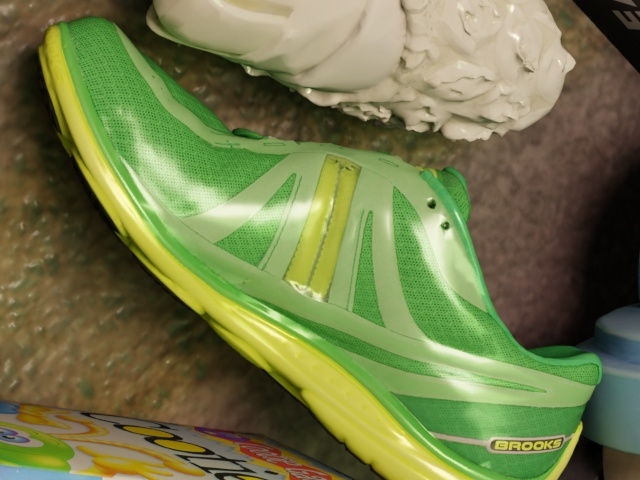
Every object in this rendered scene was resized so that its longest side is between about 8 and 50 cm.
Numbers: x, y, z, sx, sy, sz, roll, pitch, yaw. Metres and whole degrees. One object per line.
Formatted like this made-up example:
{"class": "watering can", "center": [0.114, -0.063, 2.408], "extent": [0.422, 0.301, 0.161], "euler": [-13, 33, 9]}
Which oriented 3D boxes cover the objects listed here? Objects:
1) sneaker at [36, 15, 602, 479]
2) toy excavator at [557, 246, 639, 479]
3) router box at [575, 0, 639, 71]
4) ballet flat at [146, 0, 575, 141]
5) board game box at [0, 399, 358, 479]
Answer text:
{"class": "sneaker", "center": [0.000, 0.000, 0.679], "extent": [0.295, 0.109, 0.123], "euler": [41, 87, -8]}
{"class": "toy excavator", "center": [0.316, -0.041, 0.763], "extent": [0.433, 0.222, 0.445], "euler": [-8, 97, -27]}
{"class": "router box", "center": [0.245, -0.204, 0.844], "extent": [0.309, 0.081, 0.243], "euler": [40, 78, -29]}
{"class": "ballet flat", "center": [-0.062, -0.161, 0.628], "extent": [0.409, 0.147, 0.147], "euler": [46, 74, -20]}
{"class": "board game box", "center": [-0.122, 0.147, 0.645], "extent": [0.275, 0.144, 0.142], "euler": [13, 91, -32]}
